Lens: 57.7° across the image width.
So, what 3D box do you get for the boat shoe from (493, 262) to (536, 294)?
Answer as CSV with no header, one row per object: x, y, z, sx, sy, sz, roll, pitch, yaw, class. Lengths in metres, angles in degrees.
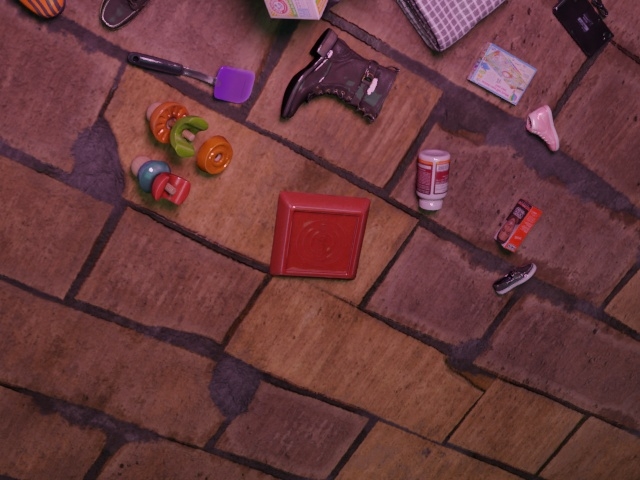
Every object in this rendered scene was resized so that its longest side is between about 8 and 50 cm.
0.595,0.111,1.779,0.142,0.049,0.040,-38,115,10,boat shoe

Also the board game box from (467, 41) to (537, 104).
0.474,-0.434,1.516,0.154,0.026,0.103,22,109,-19,board game box

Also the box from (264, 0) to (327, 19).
-0.059,-0.533,1.099,0.114,0.103,0.203,10,154,21,box

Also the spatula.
-0.306,-0.396,1.381,0.296,0.030,0.084,11,114,-16,spatula

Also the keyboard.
0.687,-0.573,1.497,0.180,0.023,0.108,38,109,-24,keyboard

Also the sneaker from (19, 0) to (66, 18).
-0.634,-0.592,1.144,0.124,0.180,0.321,-26,116,2,sneaker

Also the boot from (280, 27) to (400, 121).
0.050,-0.364,1.432,0.229,0.091,0.263,31,103,-21,boot

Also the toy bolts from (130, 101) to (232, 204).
-0.359,-0.212,1.428,0.228,0.158,0.218,-58,152,6,toy bolts

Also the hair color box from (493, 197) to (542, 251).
0.573,-0.044,1.690,0.043,0.072,0.141,23,108,-20,hair color box

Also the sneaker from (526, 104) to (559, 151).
0.605,-0.298,1.592,0.070,0.051,0.134,-24,113,2,sneaker

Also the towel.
0.289,-0.619,1.343,0.235,0.121,0.284,-39,115,7,towel

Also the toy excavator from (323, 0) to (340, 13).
0.125,-0.753,1.211,0.433,0.445,0.222,-16,129,44,toy excavator

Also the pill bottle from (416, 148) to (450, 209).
0.304,-0.164,1.575,0.086,0.086,0.152,-4,115,-9,pill bottle

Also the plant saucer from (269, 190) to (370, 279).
0.000,0.000,1.614,0.259,0.048,0.259,4,113,-12,plant saucer

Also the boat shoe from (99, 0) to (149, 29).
-0.404,-0.554,1.265,0.223,0.073,0.080,-43,115,9,boat shoe
